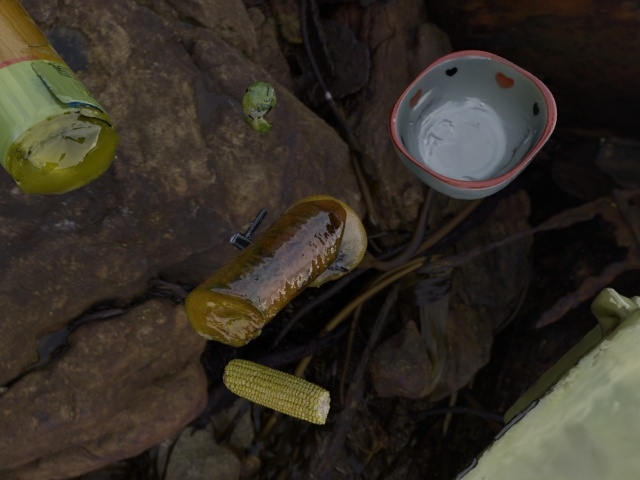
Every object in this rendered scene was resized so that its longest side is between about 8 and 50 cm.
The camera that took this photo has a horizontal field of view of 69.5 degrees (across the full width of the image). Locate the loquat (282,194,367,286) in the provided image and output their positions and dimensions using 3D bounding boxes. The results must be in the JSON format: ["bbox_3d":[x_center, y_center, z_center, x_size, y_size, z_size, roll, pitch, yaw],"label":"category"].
[{"bbox_3d":[-0.005,0.001,1.034,0.213,0.213,0.213,-7,100,-41],"label":"loquat"}]

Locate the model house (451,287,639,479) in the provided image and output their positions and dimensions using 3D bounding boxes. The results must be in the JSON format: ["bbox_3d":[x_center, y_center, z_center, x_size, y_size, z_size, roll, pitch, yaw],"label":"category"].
[{"bbox_3d":[0.275,0.215,0.336,0.266,0.321,0.261,2,128,-56],"label":"model house"}]

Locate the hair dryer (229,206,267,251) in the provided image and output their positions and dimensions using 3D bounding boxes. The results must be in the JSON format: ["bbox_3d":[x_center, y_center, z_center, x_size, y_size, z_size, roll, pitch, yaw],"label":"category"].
[{"bbox_3d":[-0.111,-0.018,0.770,0.047,0.026,0.083,36,75,-24],"label":"hair dryer"}]

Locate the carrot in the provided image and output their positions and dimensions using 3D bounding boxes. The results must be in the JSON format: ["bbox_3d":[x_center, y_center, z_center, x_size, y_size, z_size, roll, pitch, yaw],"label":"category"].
[{"bbox_3d":[-0.057,0.033,0.682,0.302,0.114,0.114,-44,123,-47],"label":"carrot"}]

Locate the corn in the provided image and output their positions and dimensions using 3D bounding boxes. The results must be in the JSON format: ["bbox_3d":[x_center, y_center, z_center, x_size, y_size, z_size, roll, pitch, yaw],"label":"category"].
[{"bbox_3d":[-0.098,0.320,0.992,0.081,0.248,0.081,13,90,-70],"label":"corn"}]

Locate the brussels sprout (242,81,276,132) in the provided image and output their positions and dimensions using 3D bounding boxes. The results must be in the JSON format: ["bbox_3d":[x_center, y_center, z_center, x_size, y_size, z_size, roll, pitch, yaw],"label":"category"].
[{"bbox_3d":[-0.088,-0.187,0.666,0.051,0.046,0.083,-19,149,-19],"label":"brussels sprout"}]

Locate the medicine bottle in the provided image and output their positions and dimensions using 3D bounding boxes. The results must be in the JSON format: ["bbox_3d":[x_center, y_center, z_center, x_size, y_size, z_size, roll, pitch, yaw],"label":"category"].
[{"bbox_3d":[-0.323,-0.160,0.500,0.124,0.124,0.239,-36,82,-32],"label":"medicine bottle"}]

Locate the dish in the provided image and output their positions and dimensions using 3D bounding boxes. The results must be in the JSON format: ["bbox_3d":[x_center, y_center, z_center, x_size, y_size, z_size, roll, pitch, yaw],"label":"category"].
[{"bbox_3d":[0.248,-0.181,0.783,0.117,0.256,0.256,58,54,-69],"label":"dish"}]
